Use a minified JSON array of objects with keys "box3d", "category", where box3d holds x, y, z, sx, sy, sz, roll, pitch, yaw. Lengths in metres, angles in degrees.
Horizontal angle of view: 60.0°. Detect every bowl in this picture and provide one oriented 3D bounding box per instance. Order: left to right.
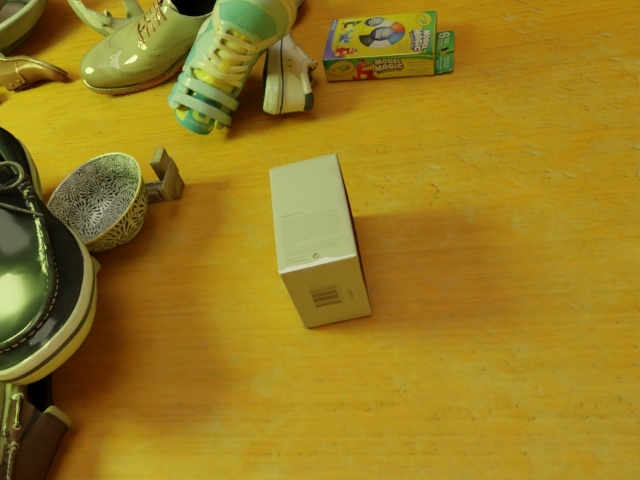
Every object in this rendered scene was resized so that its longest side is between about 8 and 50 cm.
[{"box3d":[-0.320,-0.043,0.836,0.170,0.080,0.170,-11,56,17],"category":"bowl"}]

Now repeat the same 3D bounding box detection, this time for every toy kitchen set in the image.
[{"box3d":[-0.265,-0.088,0.861,0.075,0.083,0.068,-6,51,9],"category":"toy kitchen set"}]

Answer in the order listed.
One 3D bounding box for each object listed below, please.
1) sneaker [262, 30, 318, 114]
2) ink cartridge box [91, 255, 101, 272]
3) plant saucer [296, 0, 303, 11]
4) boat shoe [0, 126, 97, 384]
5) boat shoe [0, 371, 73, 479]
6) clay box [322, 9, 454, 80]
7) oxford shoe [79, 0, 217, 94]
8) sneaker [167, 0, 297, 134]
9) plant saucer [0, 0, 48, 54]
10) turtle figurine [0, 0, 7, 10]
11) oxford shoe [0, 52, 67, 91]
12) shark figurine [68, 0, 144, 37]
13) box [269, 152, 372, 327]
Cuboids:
[{"box3d":[-0.054,-0.309,0.992,0.091,0.094,0.258,7,51,-11],"category":"sneaker"},{"box3d":[-0.367,0.058,0.808,0.048,0.028,0.083,12,56,22],"category":"ink cartridge box"},{"box3d":[-0.124,-0.491,1.172,0.199,0.036,0.198,-7,52,9],"category":"plant saucer"},{"box3d":[-0.439,-0.019,0.725,0.187,0.156,0.500,-37,53,-5],"category":"boat shoe"},{"box3d":[-0.337,0.222,0.634,0.095,0.095,0.257,-22,50,-11],"category":"boat shoe"},{"box3d":[0.123,-0.348,0.987,0.222,0.053,0.127,0,53,15],"category":"clay box"},{"box3d":[-0.298,-0.411,1.049,0.397,0.146,0.140,-27,78,4],"category":"oxford shoe"},{"box3d":[-0.149,-0.278,0.887,0.127,0.319,0.208,24,79,-20],"category":"sneaker"},{"box3d":[-0.815,-0.523,1.330,0.401,0.100,0.400,-7,52,9],"category":"plant saucer"},{"box3d":[-0.667,-0.613,1.227,0.234,0.118,0.175,-49,39,-4],"category":"turtle figurine"},{"box3d":[-0.634,-0.352,1.185,0.212,0.076,0.075,9,86,18],"category":"oxford shoe"},{"box3d":[-0.443,-0.461,1.172,0.116,0.278,0.166,3,78,64],"category":"shark figurine"},{"box3d":[0.000,0.000,0.696,0.091,0.130,0.170,-13,51,5],"category":"box"}]
